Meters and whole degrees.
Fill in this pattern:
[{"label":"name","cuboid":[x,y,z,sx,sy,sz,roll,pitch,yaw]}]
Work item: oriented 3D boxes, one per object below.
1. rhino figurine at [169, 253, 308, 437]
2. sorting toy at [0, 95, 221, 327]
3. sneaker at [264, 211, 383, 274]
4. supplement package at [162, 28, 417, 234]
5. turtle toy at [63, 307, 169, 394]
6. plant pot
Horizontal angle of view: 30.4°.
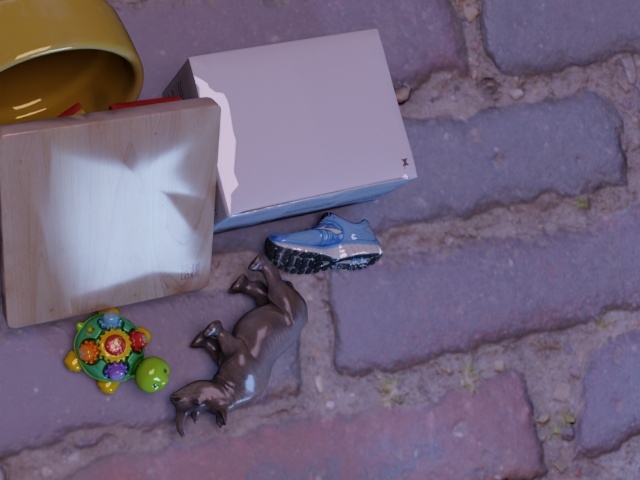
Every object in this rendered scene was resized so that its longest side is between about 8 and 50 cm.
[{"label":"rhino figurine","cuboid":[-0.104,0.143,1.470,0.106,0.073,0.243,37,71,-7]},{"label":"sorting toy","cuboid":[-0.258,-0.048,1.380,0.255,0.089,0.257,-12,128,-27]},{"label":"sneaker","cuboid":[0.000,0.000,1.554,0.162,0.063,0.073,0,62,-25]},{"label":"supplement package","cuboid":[-0.042,-0.138,1.508,0.261,0.145,0.204,-13,85,-23]},{"label":"turtle toy","cuboid":[-0.241,0.138,1.422,0.130,0.066,0.095,36,70,-11]},{"label":"plant pot","cuboid":[-0.365,-0.244,1.366,0.254,0.254,0.239,-20,72,-23]}]
